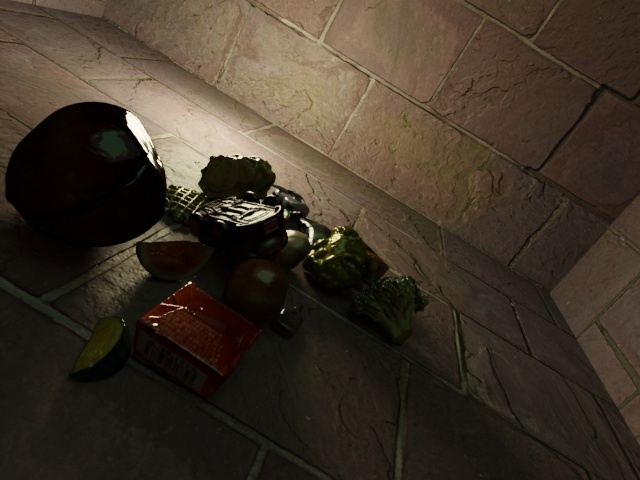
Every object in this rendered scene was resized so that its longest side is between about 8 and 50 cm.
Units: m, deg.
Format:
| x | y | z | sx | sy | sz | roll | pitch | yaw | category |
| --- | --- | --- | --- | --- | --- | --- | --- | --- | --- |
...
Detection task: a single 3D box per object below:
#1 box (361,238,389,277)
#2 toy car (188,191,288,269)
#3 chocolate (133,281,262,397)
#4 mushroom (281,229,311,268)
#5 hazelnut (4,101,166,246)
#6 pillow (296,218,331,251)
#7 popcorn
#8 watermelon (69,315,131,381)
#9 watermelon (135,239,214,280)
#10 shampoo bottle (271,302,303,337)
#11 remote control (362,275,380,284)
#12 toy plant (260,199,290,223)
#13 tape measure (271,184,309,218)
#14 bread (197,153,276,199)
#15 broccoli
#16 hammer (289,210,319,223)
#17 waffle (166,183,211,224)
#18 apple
| x | y | z | sx | sy | sz | roll | pitch | yaw | category |
| --- | --- | --- | --- | --- | --- | --- | --- | --- | --- |
| 0.181 | 0.053 | 2.013 | 0.152 | 0.070 | 0.237 | 28 | 13 | -46 | box |
| -0.262 | -0.011 | 1.527 | 0.341 | 0.240 | 0.271 | 16 | 33 | 39 | toy car |
| -0.296 | 0.237 | 1.114 | 0.238 | 0.108 | 0.235 | 31 | 23 | 3 | chocolate |
| -0.119 | 0.034 | 1.721 | 0.166 | 0.127 | 0.166 | -2 | 35 | 1 | mushroom |
| -0.609 | -0.168 | 1.251 | 0.402 | 0.402 | 0.429 | 9 | 33 | -43 | hazelnut |
| 0.000 | 0.000 | 1.964 | 0.186 | 0.106 | 0.250 | 23 | 21 | -28 | pillow |
| 0.072 | 0.087 | 1.762 | 0.250 | 0.234 | 0.242 | -31 | 53 | -21 | popcorn |
| -0.458 | 0.240 | 0.998 | 0.092 | 0.075 | 0.181 | -17 | 29 | 1 | watermelon |
| -0.421 | 0.053 | 1.318 | 0.245 | 0.119 | 0.063 | 8 | 21 | -44 | watermelon |
| -0.094 | 0.243 | 1.438 | 0.080 | 0.040 | 0.165 | 32 | 23 | 6 | shampoo bottle |
| 0.160 | 0.111 | 2.030 | 0.233 | 0.038 | 0.098 | 40 | 20 | 20 | remote control |
| -0.204 | -0.111 | 1.946 | 0.155 | 0.088 | 0.240 | -2 | 27 | -31 | toy plant |
| -0.148 | -0.180 | 2.129 | 0.178 | 0.105 | 0.196 | 36 | 16 | 21 | tape measure |
| -0.341 | -0.260 | 1.919 | 0.239 | 0.195 | 0.252 | -2 | -1 | 26 | bread |
| 0.262 | 0.251 | 1.680 | 0.245 | 0.288 | 0.248 | 62 | -4 | 26 | broccoli |
| -0.060 | -0.096 | 2.111 | 0.058 | 0.029 | 0.292 | 5 | -5 | 22 | hammer |
| -0.480 | -0.127 | 1.693 | 0.214 | 0.054 | 0.207 | 9 | 35 | -47 | waffle |
| -0.188 | 0.143 | 1.338 | 0.174 | 0.188 | 0.188 | 22 | 24 | -14 | apple |
